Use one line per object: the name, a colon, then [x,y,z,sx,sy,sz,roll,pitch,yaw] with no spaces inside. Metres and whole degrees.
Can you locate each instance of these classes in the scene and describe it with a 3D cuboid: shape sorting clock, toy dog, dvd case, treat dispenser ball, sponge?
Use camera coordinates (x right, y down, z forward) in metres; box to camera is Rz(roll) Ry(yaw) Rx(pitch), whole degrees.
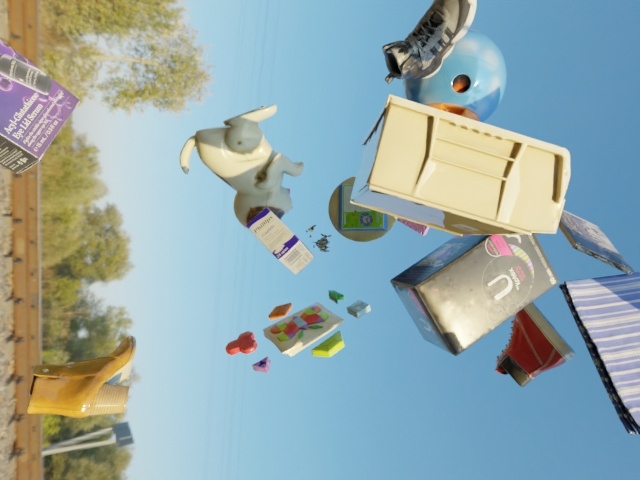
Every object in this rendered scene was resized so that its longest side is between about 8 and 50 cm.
shape sorting clock: [0.126,-0.095,1.273,0.040,0.206,0.206,50,29,-72]
toy dog: [-0.243,-0.225,1.510,0.285,0.395,0.407,23,-43,63]
dvd case: [0.669,-0.013,1.092,0.221,0.165,0.018,-77,-167,-58]
treat dispenser ball: [0.382,-0.455,1.249,0.288,0.288,0.288,-1,-91,60]
sponge: [0.390,-0.121,1.866,0.210,0.031,0.117,35,-65,32]

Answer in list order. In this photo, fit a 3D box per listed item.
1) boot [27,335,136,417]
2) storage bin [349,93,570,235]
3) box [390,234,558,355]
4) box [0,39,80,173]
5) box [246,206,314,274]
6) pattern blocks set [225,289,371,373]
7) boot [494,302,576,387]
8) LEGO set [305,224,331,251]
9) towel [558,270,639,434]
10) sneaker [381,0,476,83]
boot: [-0.578,0.315,1.065,0.295,0.211,0.104,-130,-123,-63]
storage bin: [0.190,-0.091,0.672,0.262,0.261,0.123,-174,-80,-88]
box: [0.312,0.084,0.894,0.165,0.270,0.143,58,-9,-6]
box: [-0.560,-0.242,0.736,0.108,0.207,0.153,-10,-125,36]
box: [-0.097,0.003,1.080,0.072,0.126,0.137,-45,-117,-4]
pattern blocks set: [-0.048,0.217,1.084,0.285,0.325,0.026,11,-57,47]
boot: [0.486,0.237,1.088,0.176,0.088,0.244,-42,-149,19]
LEGO set: [-0.003,0.001,1.070,0.054,0.083,0.023,-52,-162,18]
towel: [0.688,0.228,0.935,0.040,0.243,0.335,112,-31,-59]
sneaker: [0.233,-0.457,0.974,0.101,0.153,0.268,56,-23,14]
